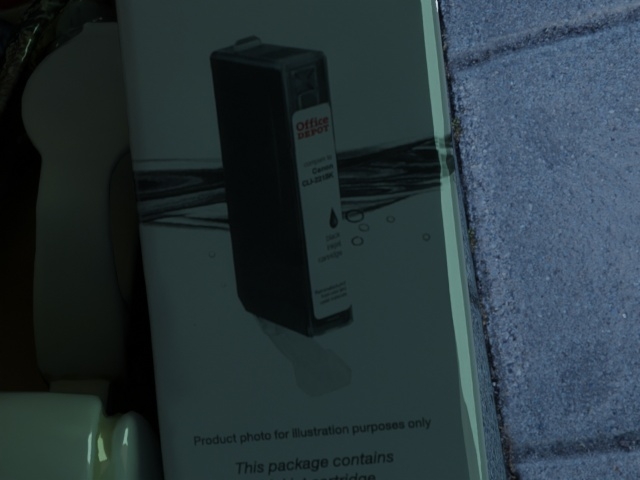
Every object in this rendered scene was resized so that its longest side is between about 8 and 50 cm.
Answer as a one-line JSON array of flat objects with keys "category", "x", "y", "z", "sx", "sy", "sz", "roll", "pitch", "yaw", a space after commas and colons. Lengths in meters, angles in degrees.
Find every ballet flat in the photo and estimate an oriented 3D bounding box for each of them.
[{"category": "ballet flat", "x": -0.117, "y": 0.047, "z": 0.431, "sx": 0.182, "sy": 0.164, "sz": 0.482, "roll": 120, "pitch": -25, "yaw": -50}]

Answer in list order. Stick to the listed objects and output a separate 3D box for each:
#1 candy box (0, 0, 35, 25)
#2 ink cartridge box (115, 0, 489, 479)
[{"category": "candy box", "x": -0.124, "y": -0.212, "z": 0.744, "sx": 0.316, "sy": 0.088, "sz": 0.183, "roll": 20, "pitch": 60, "yaw": -71}, {"category": "ink cartridge box", "x": 0.000, "y": 0.000, "z": 0.427, "sx": 0.197, "sy": 0.114, "sz": 0.272, "roll": 6, "pitch": 79, "yaw": -86}]
